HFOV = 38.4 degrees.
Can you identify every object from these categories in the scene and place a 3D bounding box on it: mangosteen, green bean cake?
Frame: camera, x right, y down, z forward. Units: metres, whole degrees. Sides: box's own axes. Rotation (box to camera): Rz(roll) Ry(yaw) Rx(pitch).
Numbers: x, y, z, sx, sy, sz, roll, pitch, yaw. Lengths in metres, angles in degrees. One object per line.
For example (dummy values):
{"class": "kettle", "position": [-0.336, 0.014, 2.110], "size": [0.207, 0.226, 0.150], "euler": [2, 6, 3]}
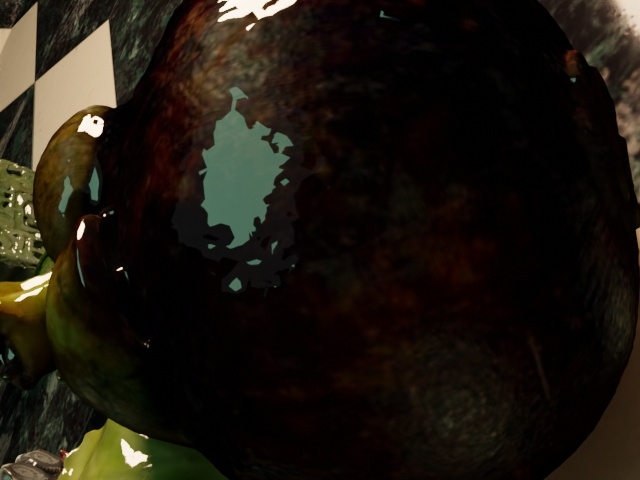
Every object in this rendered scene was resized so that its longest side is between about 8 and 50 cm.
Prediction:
{"class": "mangosteen", "position": [0.012, -0.004, 0.499], "size": [0.330, 0.330, 0.330], "euler": [-35, 44, 41]}
{"class": "green bean cake", "position": [-0.384, -0.005, 1.220], "size": [0.094, 0.173, 0.181], "euler": [-41, 37, 38]}

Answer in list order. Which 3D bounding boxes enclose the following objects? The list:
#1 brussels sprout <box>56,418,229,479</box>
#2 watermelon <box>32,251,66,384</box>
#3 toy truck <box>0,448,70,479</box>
{"class": "brussels sprout", "position": [-0.085, 0.209, 0.587], "size": [0.244, 0.244, 0.244], "euler": [-35, 44, 41]}
{"class": "watermelon", "position": [-0.247, 0.077, 1.000], "size": [0.141, 0.141, 0.187], "euler": [37, 115, 58]}
{"class": "toy truck", "position": [-0.230, 0.262, 0.766], "size": [0.270, 0.135, 0.114], "euler": [-98, 31, -88]}
